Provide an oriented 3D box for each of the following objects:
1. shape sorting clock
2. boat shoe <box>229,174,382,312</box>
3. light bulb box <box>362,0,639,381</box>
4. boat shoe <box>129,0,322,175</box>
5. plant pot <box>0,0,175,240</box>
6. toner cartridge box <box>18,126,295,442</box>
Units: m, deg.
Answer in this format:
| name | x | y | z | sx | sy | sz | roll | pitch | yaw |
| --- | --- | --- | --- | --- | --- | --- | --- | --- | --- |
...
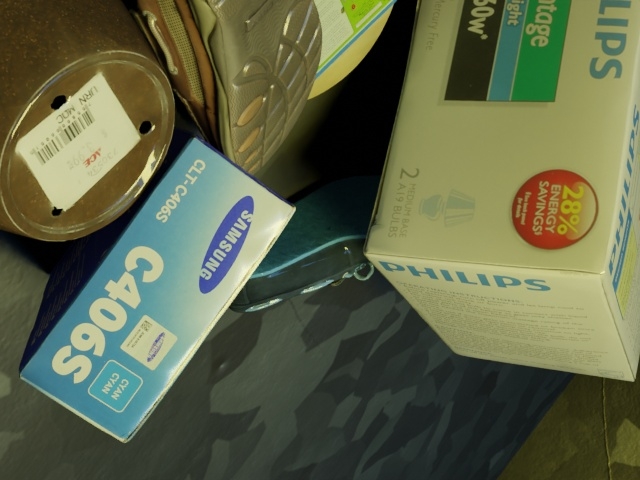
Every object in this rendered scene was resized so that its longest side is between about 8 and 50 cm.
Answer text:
| name | x | y | z | sx | sy | sz | roll | pitch | yaw |
| --- | --- | --- | --- | --- | --- | --- | --- | --- | --- |
| shape sorting clock | -0.009 | -0.214 | 0.920 | 0.206 | 0.040 | 0.206 | -32 | 145 | -26 |
| boat shoe | 0.000 | 0.000 | 1.122 | 0.258 | 0.109 | 0.089 | -16 | 143 | -26 |
| light bulb box | 0.231 | -0.077 | 1.099 | 0.361 | 0.225 | 0.358 | 46 | 53 | -60 |
| boat shoe | -0.078 | -0.173 | 0.793 | 0.123 | 0.116 | 0.324 | -49 | 158 | -25 |
| plant pot | -0.194 | -0.103 | 0.571 | 0.215 | 0.230 | 0.215 | -36 | 146 | -29 |
| toner cartridge box | -0.122 | 0.006 | 0.732 | 0.165 | 0.075 | 0.348 | -55 | -166 | 0 |
